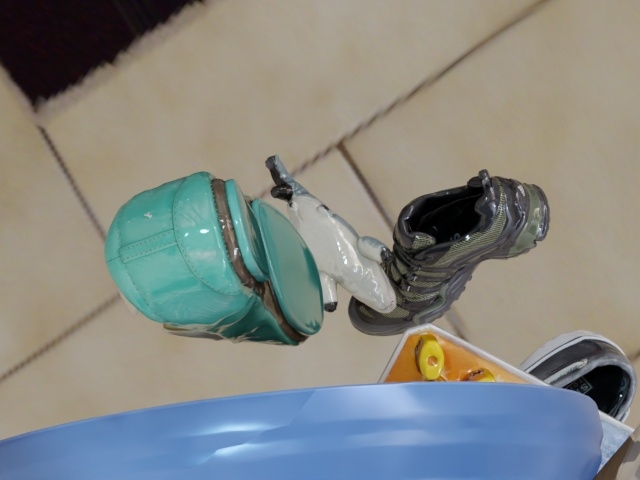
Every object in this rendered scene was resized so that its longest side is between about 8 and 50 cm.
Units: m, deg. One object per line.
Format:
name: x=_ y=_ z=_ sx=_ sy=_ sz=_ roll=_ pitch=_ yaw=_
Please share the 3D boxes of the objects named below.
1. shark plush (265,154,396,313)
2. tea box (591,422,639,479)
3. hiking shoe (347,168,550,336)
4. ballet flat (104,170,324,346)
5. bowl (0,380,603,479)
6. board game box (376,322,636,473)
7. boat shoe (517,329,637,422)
shark plush: x=0.000 y=0.000 z=1.401 sx=0.161 sy=0.067 sz=0.073 roll=40 pitch=101 yaw=18
tea box: x=0.185 y=0.237 z=0.373 sx=0.323 sy=0.220 sz=0.329 roll=16 pitch=64 yaw=1
hiking shoe: x=0.093 y=0.004 z=1.526 sx=0.227 sy=0.114 sz=0.086 roll=-38 pitch=46 yaw=27
ballet flat: x=-0.059 y=0.015 z=0.890 sx=0.087 sy=0.247 sz=0.083 roll=-14 pitch=79 yaw=7
bowl: x=-0.025 y=0.159 z=0.994 sx=0.391 sy=0.391 sz=0.077 roll=-10 pitch=74 yaw=14
board game box: x=0.149 y=0.316 z=1.210 sx=0.390 sy=0.050 sz=0.390 roll=28 pitch=94 yaw=-3
boat shoe: x=0.142 y=0.198 z=1.377 sx=0.301 sy=0.102 sz=0.108 roll=-42 pitch=99 yaw=3
